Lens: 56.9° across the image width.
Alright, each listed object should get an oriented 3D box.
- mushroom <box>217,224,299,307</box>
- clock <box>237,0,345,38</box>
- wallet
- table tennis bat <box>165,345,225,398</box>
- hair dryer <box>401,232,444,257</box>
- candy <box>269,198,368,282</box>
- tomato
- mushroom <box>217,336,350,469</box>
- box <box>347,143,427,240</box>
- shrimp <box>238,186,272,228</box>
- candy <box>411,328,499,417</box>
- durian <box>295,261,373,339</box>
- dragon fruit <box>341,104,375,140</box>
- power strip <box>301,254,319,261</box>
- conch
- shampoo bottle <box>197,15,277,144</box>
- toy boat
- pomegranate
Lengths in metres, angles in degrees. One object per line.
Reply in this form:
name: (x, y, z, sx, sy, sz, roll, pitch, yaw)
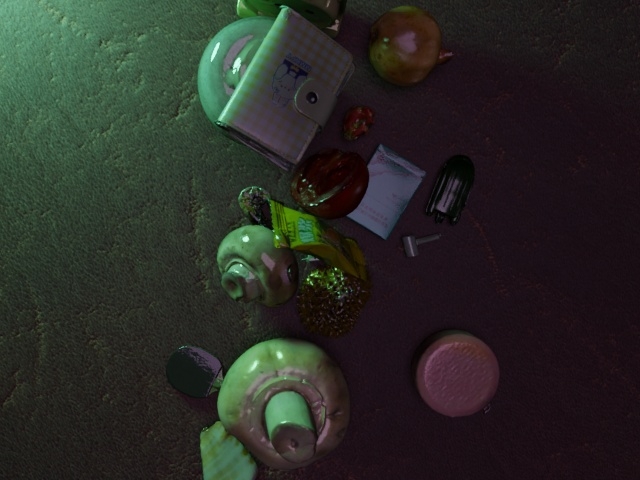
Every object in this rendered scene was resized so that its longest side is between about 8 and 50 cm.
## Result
mushroom: (-0.163, 0.073, 1.559, 0.184, 0.255, 0.254, -32, 96, -36)
clock: (-0.072, -0.619, 1.471, 0.286, 0.348, 0.117, 11, 92, -4)
wallet: (-0.071, -0.336, 1.328, 0.223, 0.077, 0.309, 31, 82, -11)
table tennis bat: (-0.318, 0.390, 1.674, 0.247, 0.022, 0.138, 26, 91, -4)
hair dryer: (0.298, 0.004, 1.696, 0.125, 0.038, 0.063, -15, 96, -11)
candy: (0.000, 0.000, 1.559, 0.297, 0.187, 0.081, 21, 123, -27)
tomato: (0.037, -0.138, 1.592, 0.200, 0.233, 0.139, -46, 124, -6)
mushroom: (-0.105, 0.448, 1.565, 0.325, 0.353, 0.352, -5, 94, 22)
box: (0.175, -0.136, 1.670, 0.161, 0.042, 0.226, 31, 91, -5)
shrimp: (-0.164, -0.078, 1.652, 0.091, 0.034, 0.160, -27, 94, -3)
candy: (0.389, 0.383, 1.690, 0.256, 0.094, 0.255, 0, 93, -4)
durian: (0.036, 0.165, 1.637, 0.183, 0.138, 0.249, 27, 97, -14)
dragon fruit: (0.101, -0.321, 1.631, 0.081, 0.086, 0.116, 33, 80, 0)
power strip: (0.014, 0.046, 1.665, 0.136, 0.051, 0.019, -5, 90, -3)
conch: (-0.263, 0.644, 1.639, 0.158, 0.127, 0.255, -27, 94, -2)
shampoo bottle: (-0.150, -0.397, 1.493, 0.323, 0.317, 0.322, 0, 94, -3)
toy boat: (0.375, -0.145, 1.682, 0.104, 0.052, 0.210, 20, 90, -3)
pomegranate: (0.227, -0.520, 1.583, 0.207, 0.207, 0.206, 0, 93, -4)
